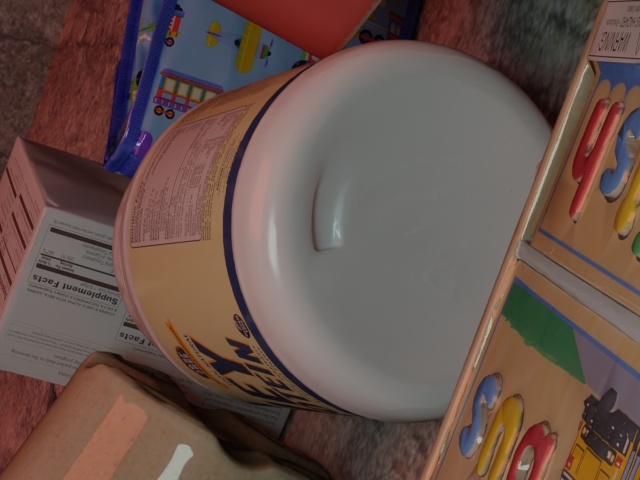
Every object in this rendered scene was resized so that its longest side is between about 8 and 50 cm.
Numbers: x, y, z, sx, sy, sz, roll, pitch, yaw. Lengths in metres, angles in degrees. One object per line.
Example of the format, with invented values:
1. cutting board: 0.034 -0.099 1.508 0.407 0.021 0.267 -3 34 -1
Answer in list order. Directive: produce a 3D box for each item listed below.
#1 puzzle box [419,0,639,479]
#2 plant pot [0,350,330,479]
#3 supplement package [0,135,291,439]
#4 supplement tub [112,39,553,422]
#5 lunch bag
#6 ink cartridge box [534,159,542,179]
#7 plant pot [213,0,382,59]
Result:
1. puzzle box: 0.128 0.044 0.527 0.409 0.052 0.272 -128 57 -79
2. plant pot: -0.146 0.265 1.179 0.305 0.334 0.334 -60 23 -2
3. supplement package: -0.152 0.041 1.361 0.145 0.262 0.204 -66 23 12
4. supplement tub: 0.000 0.000 1.085 0.325 0.235 0.235 -7 67 65
5. lunch bag: -0.046 -0.144 1.312 0.138 0.221 0.293 -29 48 59
6. ink cartridge box: 0.159 0.016 0.724 0.224 0.045 0.223 134 150 -57
7. plant pot: -0.029 -0.266 1.056 0.275 0.243 0.275 -51 4 5
